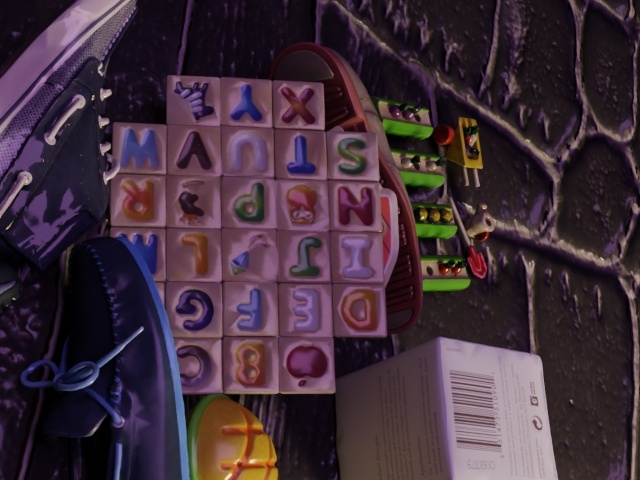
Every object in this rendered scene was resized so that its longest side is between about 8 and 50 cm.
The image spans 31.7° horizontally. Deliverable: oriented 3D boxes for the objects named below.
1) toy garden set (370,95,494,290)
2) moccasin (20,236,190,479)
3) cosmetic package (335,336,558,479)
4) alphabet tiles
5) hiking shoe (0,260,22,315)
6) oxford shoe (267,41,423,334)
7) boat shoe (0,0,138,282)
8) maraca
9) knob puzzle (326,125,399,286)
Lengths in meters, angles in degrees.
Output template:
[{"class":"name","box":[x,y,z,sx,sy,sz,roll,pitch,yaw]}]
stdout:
[{"class":"toy garden set","box":[0.161,-0.061,1.415,0.204,0.049,0.244,2,71,-50]},{"class":"moccasin","box":[-0.190,0.162,1.005,0.117,0.138,0.342,-5,75,-31]},{"class":"cosmetic package","box":[0.129,0.207,1.205,0.151,0.184,0.151,13,64,-34]},{"class":"alphabet tiles","box":[-0.074,-0.010,1.165,0.285,0.011,0.342,2,73,-12]},{"class":"hiking shoe","box":[-0.389,0.038,0.916,0.304,0.113,0.132,-12,76,-43]},{"class":"oxford shoe","box":[0.053,-0.066,1.311,0.130,0.123,0.348,-26,101,-67]},{"class":"boat shoe","box":[-0.250,-0.113,1.099,0.158,0.127,0.340,47,57,-20]},{"class":"maraca","box":[-0.088,0.236,1.082,0.127,0.099,0.185,-45,124,-60]},{"class":"knob puzzle","box":[0.000,0.000,1.217,0.213,0.030,0.213,0,86,1]}]
